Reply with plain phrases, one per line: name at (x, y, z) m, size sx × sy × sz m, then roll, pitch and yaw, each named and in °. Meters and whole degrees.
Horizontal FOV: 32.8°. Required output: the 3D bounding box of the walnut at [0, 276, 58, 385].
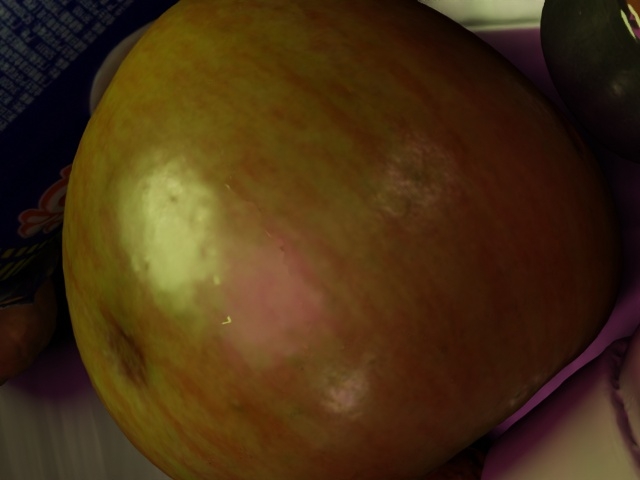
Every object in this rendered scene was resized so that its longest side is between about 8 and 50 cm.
walnut at (-0.261, 0.042, 0.741) m, size 0.166 × 0.166 × 0.149 m, roll -2°, pitch 87°, yaw 30°

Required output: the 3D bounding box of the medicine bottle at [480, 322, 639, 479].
medicine bottle at (0.244, 0.063, 0.418) m, size 0.212 × 0.212 × 0.325 m, roll 51°, pitch 118°, yaw 15°

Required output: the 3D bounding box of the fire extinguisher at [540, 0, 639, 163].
fire extinguisher at (0.233, -0.173, 0.372) m, size 0.113 × 0.200 × 0.376 m, roll 28°, pitch 152°, yaw -12°

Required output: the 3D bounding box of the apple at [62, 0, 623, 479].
apple at (0.000, 0.000, 0.526) m, size 0.264 × 0.264 × 0.264 m, roll 4°, pitch 98°, yaw 30°

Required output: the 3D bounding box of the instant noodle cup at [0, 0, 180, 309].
instant noodle cup at (-0.158, -0.153, 0.609) m, size 0.312 × 0.284 × 0.284 m, roll -36°, pitch 78°, yaw 20°

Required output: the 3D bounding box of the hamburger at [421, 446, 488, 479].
hamburger at (0.008, 0.187, 0.585) m, size 0.183 × 0.206 × 0.130 m, roll 4°, pitch 141°, yaw 33°
